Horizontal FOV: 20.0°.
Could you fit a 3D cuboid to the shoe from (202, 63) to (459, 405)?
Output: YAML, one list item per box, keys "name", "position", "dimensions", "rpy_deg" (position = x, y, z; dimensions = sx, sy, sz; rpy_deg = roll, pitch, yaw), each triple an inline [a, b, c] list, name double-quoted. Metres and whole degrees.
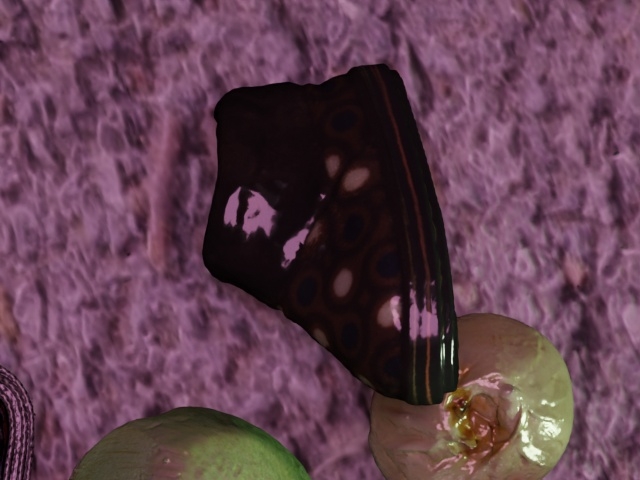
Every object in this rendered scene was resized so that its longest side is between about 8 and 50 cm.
- name: "shoe"
  position: [0.000, 0.000, 1.811]
  dimensions: [0.237, 0.171, 0.384]
  rpy_deg: [-11, 59, -2]

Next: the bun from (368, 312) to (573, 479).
- name: "bun"
  position: [0.156, 0.175, 1.853]
  dimensions: [0.222, 0.127, 0.222]
  rpy_deg: [1, 81, -4]

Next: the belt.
- name: "belt"
  position: [-0.321, 0.302, 1.837]
  dimensions: [0.126, 0.094, 0.359]
  rpy_deg: [-6, 84, -7]

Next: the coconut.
- name: "coconut"
  position: [-0.138, 0.326, 1.749]
  dimensions: [0.281, 0.328, 0.328]
  rpy_deg: [-3, 81, -30]
